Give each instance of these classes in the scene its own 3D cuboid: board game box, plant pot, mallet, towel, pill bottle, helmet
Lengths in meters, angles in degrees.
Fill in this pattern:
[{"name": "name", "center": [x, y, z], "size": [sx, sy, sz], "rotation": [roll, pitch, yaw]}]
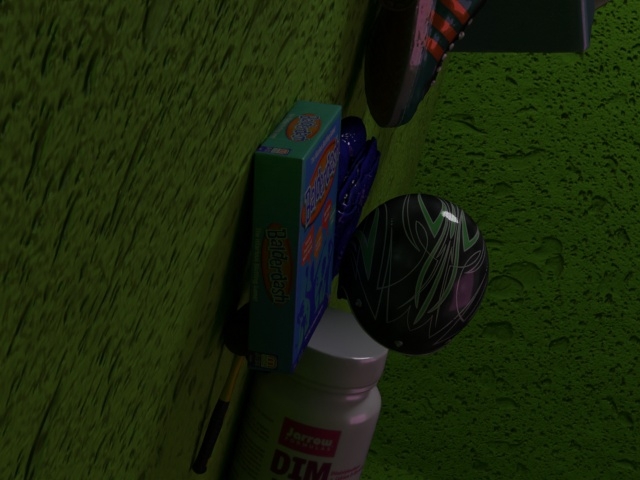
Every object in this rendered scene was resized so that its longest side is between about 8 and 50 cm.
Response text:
[{"name": "board game box", "center": [-0.023, -0.006, 1.207], "size": [0.160, 0.047, 0.210], "rotation": [-60, 155, -63]}, {"name": "plant pot", "center": [0.233, -0.398, 1.713], "size": [0.248, 0.247, 0.252], "rotation": [-59, 148, -64]}, {"name": "mallet", "center": [-0.094, 0.152, 1.278], "size": [0.062, 0.039, 0.189], "rotation": [-48, 159, -75]}, {"name": "towel", "center": [0.000, 0.000, 1.469], "size": [0.308, 0.076, 0.227], "rotation": [-57, 163, -69]}, {"name": "pill bottle", "center": [-0.018, 0.233, 1.591], "size": [0.160, 0.160, 0.283], "rotation": [-57, 163, -68]}, {"name": "helmet", "center": [0.100, 0.034, 1.387], "size": [0.161, 0.169, 0.169], "rotation": [-161, -91, -78]}]

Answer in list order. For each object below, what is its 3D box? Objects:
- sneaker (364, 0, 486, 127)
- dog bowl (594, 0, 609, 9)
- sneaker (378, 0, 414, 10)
[{"name": "sneaker", "center": [0.142, -0.274, 1.584], "size": [0.108, 0.121, 0.302], "rotation": [52, -44, 49]}, {"name": "dog bowl", "center": [0.392, -0.551, 2.143], "size": [0.150, 0.408, 0.408], "rotation": [59, -28, 36]}, {"name": "sneaker", "center": [0.101, -0.356, 1.440], "size": [0.086, 0.064, 0.192], "rotation": [-77, 180, -51]}]
